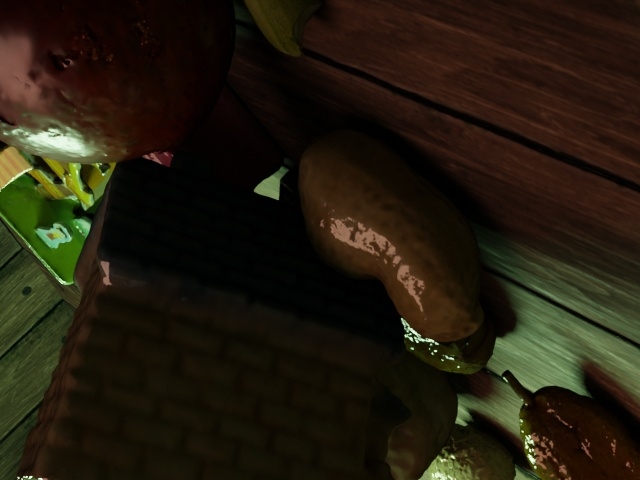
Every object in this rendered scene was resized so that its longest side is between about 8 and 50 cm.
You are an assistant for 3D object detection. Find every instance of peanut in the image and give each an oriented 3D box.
[{"bbox_3d":[0.074,-0.006,1.243,0.253,0.137,0.122,41,-156,14],"label":"peanut"}]

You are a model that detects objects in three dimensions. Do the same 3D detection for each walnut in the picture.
[{"bbox_3d":[0.043,0.214,1.638,0.273,0.227,0.273,45,162,18],"label":"walnut"}]

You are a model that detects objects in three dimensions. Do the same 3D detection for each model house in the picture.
[{"bbox_3d":[-0.108,0.133,1.382,0.395,0.400,0.445,14,164,-13],"label":"model house"},{"bbox_3d":[-0.343,-0.107,1.781,0.357,0.242,0.313,54,157,-21],"label":"model house"}]

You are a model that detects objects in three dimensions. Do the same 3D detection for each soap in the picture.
[{"bbox_3d":[-0.232,-0.186,1.526,0.359,0.128,0.233,50,160,-16],"label":"soap"}]

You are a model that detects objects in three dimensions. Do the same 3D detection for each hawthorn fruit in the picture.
[{"bbox_3d":[-0.238,-0.214,1.206,0.316,0.316,0.316,40,161,16],"label":"hawthorn fruit"}]

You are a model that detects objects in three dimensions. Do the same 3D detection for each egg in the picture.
[{"bbox_3d":[0.208,0.315,1.691,0.116,0.118,0.140,5,176,-35],"label":"egg"}]

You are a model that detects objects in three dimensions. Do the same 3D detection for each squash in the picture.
[{"bbox_3d":[-0.052,-0.256,1.076,0.069,0.069,0.239,31,157,38],"label":"squash"}]

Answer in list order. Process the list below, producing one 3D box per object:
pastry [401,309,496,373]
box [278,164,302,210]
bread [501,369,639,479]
[{"bbox_3d":[0.135,0.095,1.408,0.153,0.081,0.153,37,156,19],"label":"pastry"},{"bbox_3d":[0.000,0.000,1.573,0.132,0.034,0.235,40,161,12],"label":"box"},{"bbox_3d":[0.319,0.262,1.350,0.344,0.124,0.084,48,-160,-8],"label":"bread"}]
